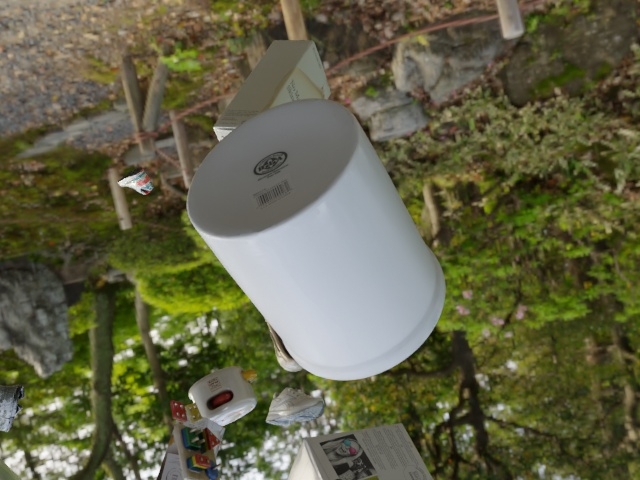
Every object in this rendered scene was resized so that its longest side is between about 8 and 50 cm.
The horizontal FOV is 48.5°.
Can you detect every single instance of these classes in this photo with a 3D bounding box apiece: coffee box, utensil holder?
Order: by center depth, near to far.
[{"bbox_3d":[0.000,0.000,1.215,0.327,0.385,0.328,-18,-138,17],"label":"utensil holder"},{"bbox_3d":[0.116,0.769,1.989,0.334,0.338,0.338,-1,-141,-28],"label":"coffee box"},{"bbox_3d":[-0.369,0.623,1.992,0.098,0.247,0.141,8,156,20],"label":"coffee box"}]

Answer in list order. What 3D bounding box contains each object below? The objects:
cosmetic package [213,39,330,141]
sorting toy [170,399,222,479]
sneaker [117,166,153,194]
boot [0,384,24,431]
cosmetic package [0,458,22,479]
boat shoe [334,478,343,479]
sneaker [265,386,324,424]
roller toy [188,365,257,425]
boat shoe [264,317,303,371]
[{"bbox_3d":[-0.100,-0.294,1.593,0.113,0.160,0.310,8,-126,28],"label":"cosmetic package"},{"bbox_3d":[-0.277,0.489,1.663,0.046,0.275,0.132,-30,144,14],"label":"sorting toy"},{"bbox_3d":[-0.523,-0.159,2.018,0.057,0.075,0.161,-46,-160,-26],"label":"sneaker"},{"bbox_3d":[-0.645,0.325,1.295,0.161,0.084,0.246,24,130,-23],"label":"boot"},{"bbox_3d":[-0.916,0.653,1.897,0.224,0.225,0.138,30,-113,26],"label":"cosmetic package"},{"bbox_3d":[0.053,0.593,1.549,0.355,0.130,0.132,-3,170,-23],"label":"boat shoe"},{"bbox_3d":[-0.096,0.581,2.531,0.111,0.130,0.297,21,151,-36],"label":"sneaker"},{"bbox_3d":[-0.306,0.483,2.217,0.191,0.146,0.209,-4,149,-48],"label":"roller toy"},{"bbox_3d":[-0.094,0.160,1.824,0.121,0.341,0.110,-16,160,-7],"label":"boat shoe"}]
